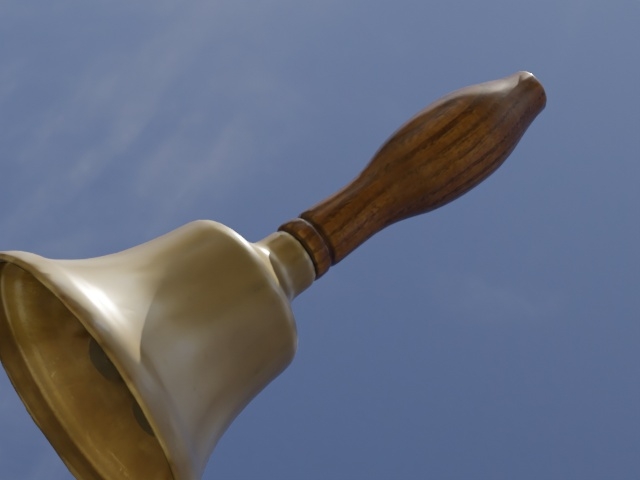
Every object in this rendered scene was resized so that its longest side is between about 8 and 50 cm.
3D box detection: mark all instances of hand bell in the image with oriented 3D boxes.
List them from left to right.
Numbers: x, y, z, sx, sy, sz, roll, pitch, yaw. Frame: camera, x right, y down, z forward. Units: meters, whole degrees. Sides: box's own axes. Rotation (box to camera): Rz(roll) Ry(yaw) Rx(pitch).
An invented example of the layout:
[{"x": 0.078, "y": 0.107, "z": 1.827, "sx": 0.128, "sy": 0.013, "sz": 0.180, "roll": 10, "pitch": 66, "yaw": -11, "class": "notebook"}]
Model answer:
[{"x": 0.000, "y": 0.000, "z": 0.716, "sx": 0.242, "sy": 0.126, "sz": 0.126, "roll": -34, "pitch": -132, "yaw": -26, "class": "hand bell"}]
